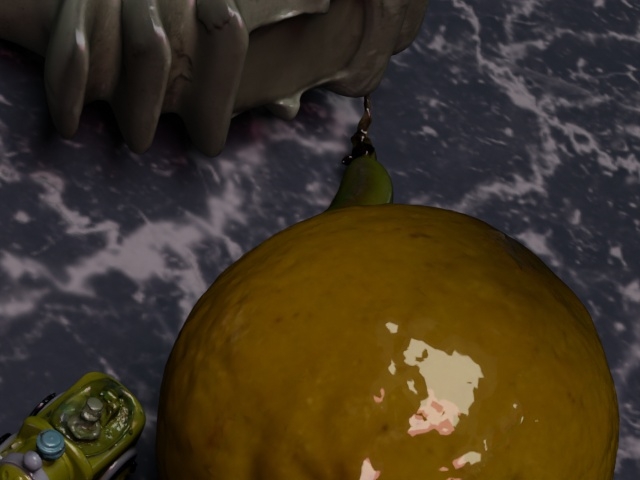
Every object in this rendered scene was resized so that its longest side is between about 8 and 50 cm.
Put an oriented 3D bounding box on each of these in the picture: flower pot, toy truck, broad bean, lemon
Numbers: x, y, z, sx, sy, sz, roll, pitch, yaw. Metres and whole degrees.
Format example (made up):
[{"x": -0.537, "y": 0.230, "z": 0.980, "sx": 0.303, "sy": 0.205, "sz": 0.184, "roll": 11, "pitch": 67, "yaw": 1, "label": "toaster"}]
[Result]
[{"x": -0.102, "y": -0.194, "z": 1.324, "sx": 0.367, "sy": 0.165, "sz": 0.254, "roll": -28, "pitch": 58, "yaw": -37, "label": "flower pot"}, {"x": -0.160, "y": 0.131, "z": 1.068, "sx": 0.076, "sy": 0.077, "sz": 0.111, "roll": 40, "pitch": 45, "yaw": 9, "label": "toy truck"}, {"x": 0.001, "y": 0.007, "z": 1.279, "sx": 0.075, "sy": 0.067, "sz": 0.325, "roll": 30, "pitch": 39, "yaw": 3, "label": "broad bean"}, {"x": 0.039, "y": 0.117, "z": 1.038, "sx": 0.297, "sy": 0.297, "sz": 0.297, "roll": 15, "pitch": 47, "yaw": -17, "label": "lemon"}]
